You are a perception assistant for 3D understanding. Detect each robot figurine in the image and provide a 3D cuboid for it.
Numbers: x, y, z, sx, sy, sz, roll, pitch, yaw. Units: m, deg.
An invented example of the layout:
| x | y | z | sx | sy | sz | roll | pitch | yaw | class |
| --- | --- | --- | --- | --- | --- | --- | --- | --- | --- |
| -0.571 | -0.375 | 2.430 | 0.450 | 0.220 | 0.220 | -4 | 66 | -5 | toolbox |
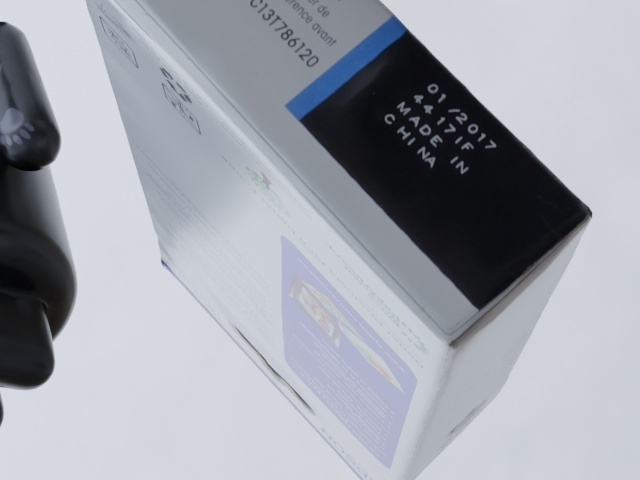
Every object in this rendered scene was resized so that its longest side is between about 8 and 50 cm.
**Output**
| x | y | z | sx | sy | sz | roll | pitch | yaw | class |
| --- | --- | --- | --- | --- | --- | --- | --- | --- | --- |
| -0.244 | -0.015 | 1.042 | 0.209 | 0.278 | 0.173 | -20 | -34 | -1 | robot figurine |

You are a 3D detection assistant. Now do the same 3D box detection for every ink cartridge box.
| x | y | z | sx | sy | sz | roll | pitch | yaw | class |
| --- | --- | --- | --- | --- | --- | --- | --- | --- | --- |
| 0.000 | 0.000 | 0.628 | 0.065 | 0.165 | 0.332 | -42 | -11 | -13 | ink cartridge box |
